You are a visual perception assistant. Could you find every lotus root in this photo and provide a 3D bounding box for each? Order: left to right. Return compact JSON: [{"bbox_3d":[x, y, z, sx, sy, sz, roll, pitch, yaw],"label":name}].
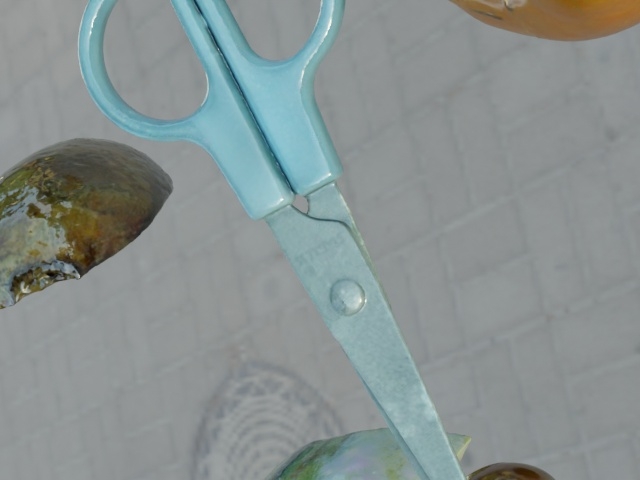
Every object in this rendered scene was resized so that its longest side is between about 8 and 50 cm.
[{"bbox_3d":[-0.318,-0.049,1.970,0.210,0.314,0.142,-25,105,17],"label":"lotus root"}]

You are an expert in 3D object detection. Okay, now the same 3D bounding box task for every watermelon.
[{"bbox_3d":[0.016,0.282,1.375,0.256,0.176,0.260,31,115,51],"label":"watermelon"}]

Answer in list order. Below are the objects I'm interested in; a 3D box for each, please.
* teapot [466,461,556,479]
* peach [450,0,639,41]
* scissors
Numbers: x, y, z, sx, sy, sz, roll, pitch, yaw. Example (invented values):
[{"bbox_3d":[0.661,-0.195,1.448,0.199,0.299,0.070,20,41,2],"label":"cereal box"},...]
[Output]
[{"bbox_3d":[0.127,0.206,1.058,0.129,0.078,0.098,-46,47,39],"label":"teapot"},{"bbox_3d":[0.196,-0.343,1.285,0.342,0.342,0.302,14,71,53],"label":"peach"},{"bbox_3d":[0.000,0.000,1.010,0.192,0.029,0.447,-28,87,18],"label":"scissors"}]
